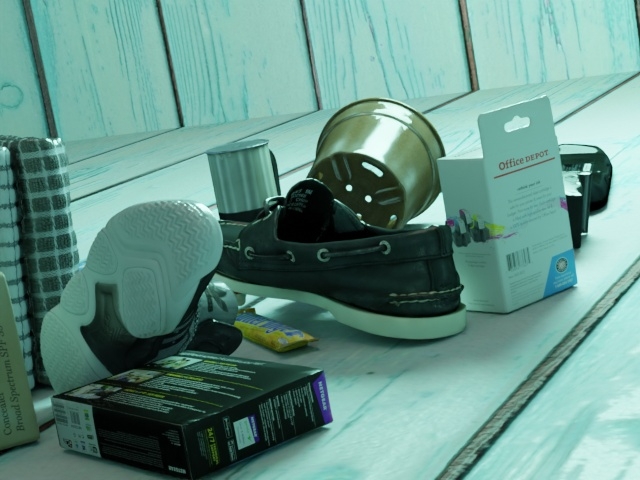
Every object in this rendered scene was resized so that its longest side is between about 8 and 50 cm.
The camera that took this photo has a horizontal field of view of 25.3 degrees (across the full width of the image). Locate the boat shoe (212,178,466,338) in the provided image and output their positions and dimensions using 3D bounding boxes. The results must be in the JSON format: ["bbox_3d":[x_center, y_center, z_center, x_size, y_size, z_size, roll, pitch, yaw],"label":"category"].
[{"bbox_3d":[-0.003,0.001,1.339,0.127,0.113,0.340,-11,18,-37],"label":"boat shoe"}]

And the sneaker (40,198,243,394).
[{"bbox_3d":[-0.122,0.042,1.197,0.153,0.101,0.268,-10,-24,-41],"label":"sneaker"}]

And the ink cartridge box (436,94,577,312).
[{"bbox_3d":[0.170,-0.035,1.311,0.104,0.181,0.061,-18,13,-39],"label":"ink cartridge box"}]

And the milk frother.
[{"bbox_3d":[-0.120,-0.053,1.802,0.143,0.135,0.129,-9,10,6],"label":"milk frother"}]

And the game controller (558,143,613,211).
[{"bbox_3d":[0.281,-0.075,1.802,0.166,0.067,0.319,7,15,12],"label":"game controller"}]

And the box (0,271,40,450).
[{"bbox_3d":[-0.394,0.121,1.116,0.311,0.148,0.121,-16,12,-21],"label":"box"}]

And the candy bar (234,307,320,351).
[{"bbox_3d":[-0.050,0.085,1.331,0.040,0.018,0.161,-14,12,-22],"label":"candy bar"}]

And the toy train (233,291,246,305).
[{"bbox_3d":[-0.158,0.066,1.400,0.125,0.046,0.166,-14,5,44],"label":"toy train"}]

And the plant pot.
[{"bbox_3d":[0.057,-0.068,1.703,0.167,0.167,0.165,-7,19,17],"label":"plant pot"}]

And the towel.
[{"bbox_3d":[-0.316,0.011,1.381,0.121,0.235,0.283,-11,11,-28],"label":"towel"}]

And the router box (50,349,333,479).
[{"bbox_3d":[-0.099,0.127,1.072,0.133,0.046,0.179,-18,13,-39],"label":"router box"}]

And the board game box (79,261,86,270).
[{"bbox_3d":[-0.205,0.047,1.611,0.160,0.039,0.211,-10,11,-2],"label":"board game box"}]

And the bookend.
[{"bbox_3d":[0.207,-0.016,1.480,0.157,0.072,0.156,2,23,4],"label":"bookend"}]
